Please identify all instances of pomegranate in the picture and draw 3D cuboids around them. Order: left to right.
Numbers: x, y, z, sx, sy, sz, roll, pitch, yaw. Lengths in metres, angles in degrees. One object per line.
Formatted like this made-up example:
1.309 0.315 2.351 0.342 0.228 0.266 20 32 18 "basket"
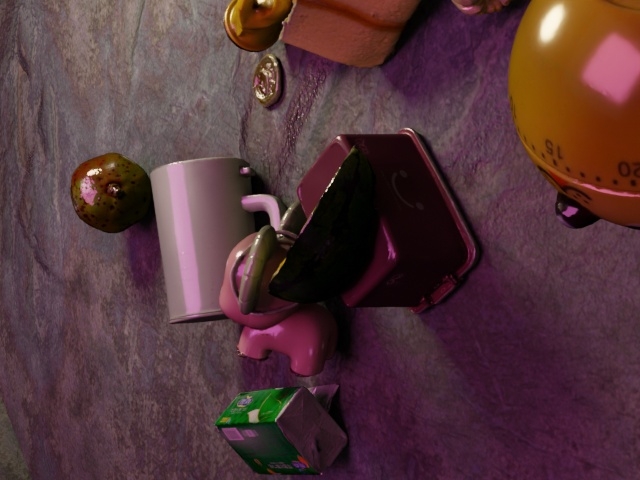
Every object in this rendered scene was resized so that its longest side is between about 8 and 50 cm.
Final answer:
-0.506 -0.127 2.284 0.246 0.198 0.198 -76 6 -65 "pomegranate"

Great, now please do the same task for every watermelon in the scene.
0.000 0.000 1.422 0.301 0.123 0.129 -61 25 30 "watermelon"

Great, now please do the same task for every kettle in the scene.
-0.199 0.001 1.891 0.205 0.265 0.317 126 138 -80 "kettle"

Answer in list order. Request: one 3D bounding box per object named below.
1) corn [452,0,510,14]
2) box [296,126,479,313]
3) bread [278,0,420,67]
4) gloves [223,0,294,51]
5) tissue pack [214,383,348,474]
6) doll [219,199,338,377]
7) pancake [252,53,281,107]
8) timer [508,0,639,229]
0.206 -0.471 1.378 0.123 0.122 0.305 -54 48 49 "corn"
0.096 -0.032 1.502 0.193 0.168 0.294 -51 53 42 "box"
0.078 -0.454 1.546 0.263 0.198 0.236 127 161 -57 "bread"
-0.084 -0.449 1.693 0.294 0.116 0.133 -25 42 68 "gloves"
-0.061 0.341 1.749 0.209 0.156 0.148 -18 113 50 "tissue pack"
-0.065 0.078 1.661 0.216 0.284 0.268 16 116 15 "doll"
-0.107 -0.321 1.874 0.108 0.017 0.108 4 94 56 "pancake"
0.386 -0.145 1.026 0.376 0.376 0.387 43 167 43 "timer"
